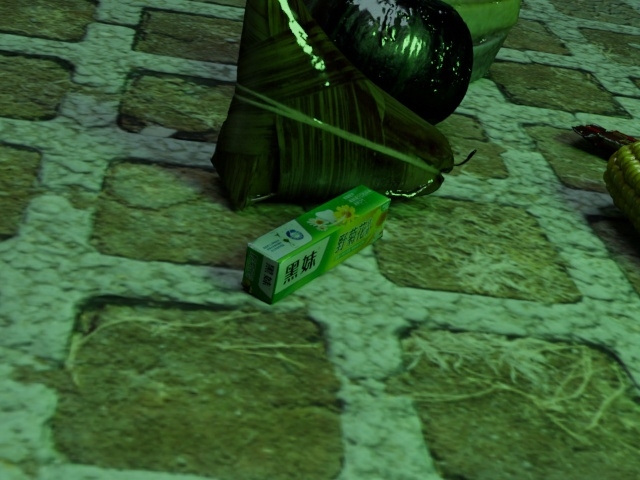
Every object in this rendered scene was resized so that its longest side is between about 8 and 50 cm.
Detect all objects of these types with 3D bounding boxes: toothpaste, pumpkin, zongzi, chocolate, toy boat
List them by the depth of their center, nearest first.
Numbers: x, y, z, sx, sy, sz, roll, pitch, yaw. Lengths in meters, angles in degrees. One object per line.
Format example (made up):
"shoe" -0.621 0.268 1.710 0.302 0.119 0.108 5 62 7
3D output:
"toothpaste" 0.000 0.000 0.859 0.037 0.043 0.178 29 33 23
"zongzi" 0.036 -0.147 0.929 0.247 0.241 0.111 0 30 -20
"pumpkin" 0.064 -0.219 1.151 0.233 0.163 0.233 17 20 -6
"chocolate" 0.392 -0.100 1.203 0.182 0.028 0.086 28 25 26
"toy boat" 0.165 -0.329 1.317 0.276 0.294 0.111 13 25 -31

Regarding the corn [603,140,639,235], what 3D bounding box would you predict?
"corn" 0.376 -0.005 0.950 0.101 0.102 0.313 1 30 -18
